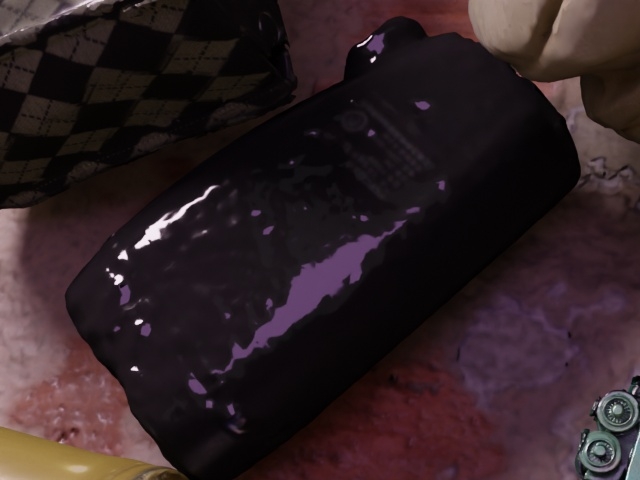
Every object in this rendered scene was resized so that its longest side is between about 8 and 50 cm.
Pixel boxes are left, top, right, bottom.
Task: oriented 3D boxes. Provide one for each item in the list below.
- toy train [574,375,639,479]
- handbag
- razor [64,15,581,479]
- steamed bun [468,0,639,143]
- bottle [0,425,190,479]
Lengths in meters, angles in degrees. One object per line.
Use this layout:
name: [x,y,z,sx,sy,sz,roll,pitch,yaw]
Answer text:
toy train: [0.175,0.148,0.617,0.070,0.038,0.148,16,66,19]
handbag: [-0.154,-0.259,0.812,0.316,0.180,0.416,-18,53,28]
razor: [0.000,-0.003,0.708,0.327,0.107,0.189,-38,60,-8]
steamed bun: [0.265,-0.162,0.654,0.352,0.247,0.339,-15,43,-5]
bottle: [-0.252,0.181,0.641,0.351,0.171,0.172,10,64,22]
